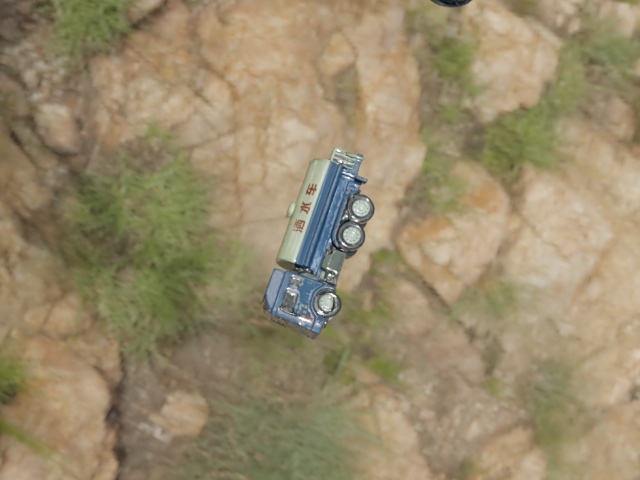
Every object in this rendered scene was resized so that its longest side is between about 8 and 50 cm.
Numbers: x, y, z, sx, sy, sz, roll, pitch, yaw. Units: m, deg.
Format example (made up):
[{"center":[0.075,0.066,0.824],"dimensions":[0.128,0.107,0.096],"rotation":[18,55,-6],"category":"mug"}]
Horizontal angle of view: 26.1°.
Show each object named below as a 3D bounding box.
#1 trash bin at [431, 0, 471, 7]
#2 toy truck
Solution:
[{"center":[0.210,-0.369,1.623],"dimensions":[0.175,0.161,0.175],"rotation":[-3,94,-47],"category":"trash bin"},{"center":[0.000,0.000,1.477],"dimensions":[0.074,0.088,0.202],"rotation":[127,-17,-79],"category":"toy truck"}]
